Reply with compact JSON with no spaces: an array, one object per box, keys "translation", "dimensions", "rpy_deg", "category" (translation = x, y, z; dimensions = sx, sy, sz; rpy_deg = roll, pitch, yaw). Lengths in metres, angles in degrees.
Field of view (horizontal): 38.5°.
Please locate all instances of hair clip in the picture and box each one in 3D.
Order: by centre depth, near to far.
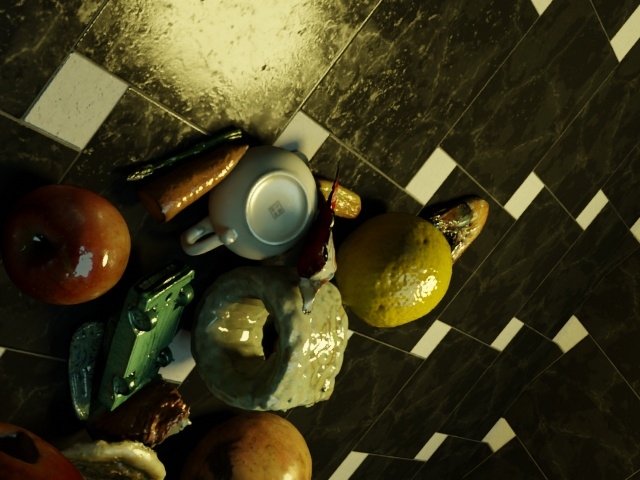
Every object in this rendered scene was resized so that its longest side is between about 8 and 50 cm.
[{"translation":[-0.429,0.233,1.661],"dimensions":[0.066,0.036,0.229],"rpy_deg":[-20,133,-45],"category":"hair clip"}]

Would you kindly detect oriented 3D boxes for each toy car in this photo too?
[{"translation":[-0.324,0.169,1.643],"dimensions":[0.141,0.097,0.321],"rpy_deg":[-36,158,-47],"category":"toy car"}]

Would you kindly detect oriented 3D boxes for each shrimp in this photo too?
[{"translation":[0.316,-0.006,2.288],"dimensions":[0.290,0.054,0.222],"rpy_deg":[-11,133,-50],"category":"shrimp"}]

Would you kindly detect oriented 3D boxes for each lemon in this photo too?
[{"translation":[0.157,0.063,1.998],"dimensions":[0.267,0.267,0.267],"rpy_deg":[-31,144,-26],"category":"lemon"}]

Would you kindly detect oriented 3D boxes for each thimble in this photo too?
[{"translation":[-0.098,0.195,1.784],"dimensions":[0.195,0.291,0.291],"rpy_deg":[4,122,-52],"category":"thimble"}]

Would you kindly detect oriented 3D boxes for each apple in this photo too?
[{"translation":[-0.375,0.004,1.357],"dimensions":[0.181,0.181,0.168],"rpy_deg":[-59,169,17],"category":"apple"}]

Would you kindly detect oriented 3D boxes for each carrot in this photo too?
[{"translation":[-0.204,-0.109,1.530],"dimensions":[0.205,0.072,0.072],"rpy_deg":[-36,146,-18],"category":"carrot"}]

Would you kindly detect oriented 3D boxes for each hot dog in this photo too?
[{"translation":[0.012,-0.090,1.838],"dimensions":[0.215,0.047,0.066],"rpy_deg":[10,102,-54],"category":"hot dog"}]

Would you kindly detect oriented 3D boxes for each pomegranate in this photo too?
[{"translation":[-0.167,0.541,2.084],"dimensions":[0.322,0.322,0.322],"rpy_deg":[-31,144,-26],"category":"pomegranate"}]

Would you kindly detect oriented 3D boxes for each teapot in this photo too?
[{"translation":[-0.115,-0.064,1.635],"dimensions":[0.298,0.139,0.204],"rpy_deg":[-31,118,-21],"category":"teapot"}]

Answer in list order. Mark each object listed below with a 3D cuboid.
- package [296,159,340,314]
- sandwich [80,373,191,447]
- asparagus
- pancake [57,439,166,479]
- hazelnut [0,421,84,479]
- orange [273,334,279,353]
[{"translation":[0.000,0.000,1.694],"dimensions":[0.071,0.269,0.194],"rpy_deg":[15,137,-10],"category":"package"},{"translation":[-0.354,0.349,1.764],"dimensions":[0.185,0.160,0.109],"rpy_deg":[-25,133,-26],"category":"sandwich"},{"translation":[-0.225,-0.142,1.519],"dimensions":[0.233,0.022,0.023],"rpy_deg":[-28,-173,-33],"category":"asparagus"},{"translation":[-0.427,0.438,1.756],"dimensions":[0.282,0.049,0.282],"rpy_deg":[-2,152,-1],"category":"pancake"},{"translation":[-0.576,0.495,1.479],"dimensions":[0.429,0.402,0.402],"rpy_deg":[-46,148,0],"category":"hazelnut"},{"translation":[-0.033,0.248,2.071],"dimensions":[0.156,0.134,0.156],"rpy_deg":[-23,147,-16],"category":"orange"}]
